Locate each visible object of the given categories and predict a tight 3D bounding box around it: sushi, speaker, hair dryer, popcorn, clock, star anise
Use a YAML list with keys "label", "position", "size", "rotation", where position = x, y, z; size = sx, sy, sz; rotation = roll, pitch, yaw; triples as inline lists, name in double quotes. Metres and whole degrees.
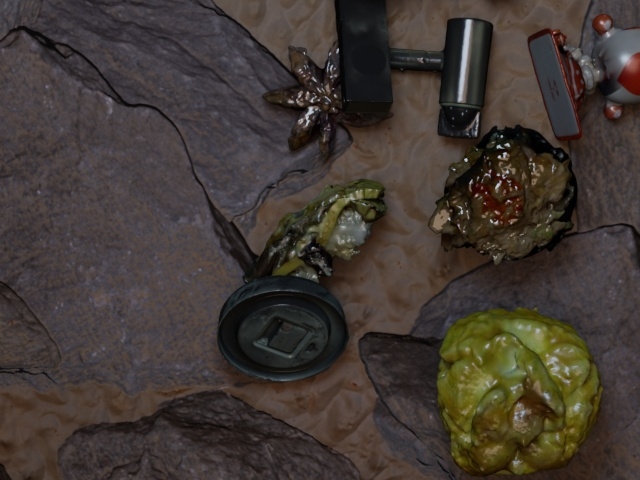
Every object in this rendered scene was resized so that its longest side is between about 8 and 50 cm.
- label: "sushi"
  position: [-0.004, -0.006, 1.926]
  size: [0.131, 0.139, 0.291]
  rotation: [45, 109, -6]
- label: "speaker"
  position: [0.070, -0.313, 1.853]
  size: [0.082, 0.044, 0.218]
  rotation: [2, 66, -9]
- label: "hair dryer"
  position: [0.158, -0.278, 1.900]
  size: [0.248, 0.078, 0.195]
  rotation: [7, 92, 18]
- label: "popcorn"
  position: [0.327, 0.250, 1.846]
  size: [0.282, 0.247, 0.282]
  rotation: [-5, 131, -5]
- label: "clock"
  position: [-0.066, 0.152, 1.926]
  size: [0.226, 0.049, 0.226]
  rotation: [-2, 131, -3]
- label: "star anise"
  position: [0.005, -0.251, 1.907]
  size: [0.212, 0.073, 0.197]
  rotation: [-32, 90, 16]
- label: "sushi"
  position: [0.307, -0.069, 1.830]
  size: [0.225, 0.219, 0.238]
  rotation: [18, 98, 8]

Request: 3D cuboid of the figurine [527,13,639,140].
- label: "figurine"
  position: [0.483, -0.284, 1.832]
  size: [0.226, 0.160, 0.183]
  rotation: [-18, 95, -1]
